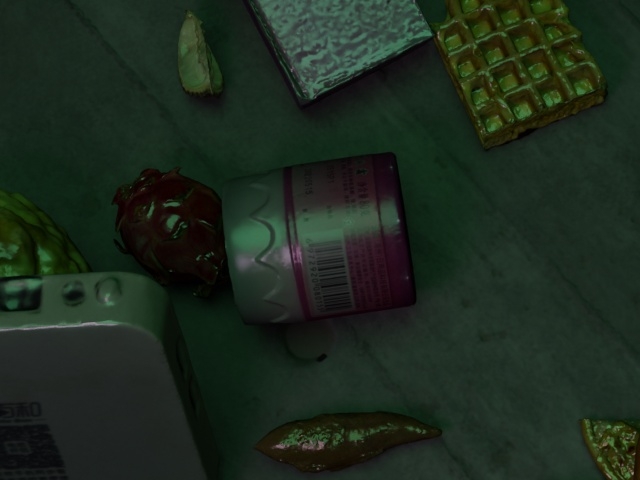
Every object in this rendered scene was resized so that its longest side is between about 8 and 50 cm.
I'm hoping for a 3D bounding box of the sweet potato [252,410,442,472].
[{"bbox_3d":[0.030,0.217,1.788,0.206,0.060,0.068,-9,106,3],"label":"sweet potato"}]

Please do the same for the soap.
[{"bbox_3d":[-0.006,-0.308,1.925,0.181,0.081,0.259,-29,90,-3],"label":"soap"}]

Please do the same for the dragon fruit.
[{"bbox_3d":[-0.157,-0.009,1.862,0.166,0.133,0.136,37,118,24],"label":"dragon fruit"}]

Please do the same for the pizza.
[{"bbox_3d":[0.344,0.217,1.760,0.108,0.026,0.123,-35,68,-8],"label":"pizza"}]

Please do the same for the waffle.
[{"bbox_3d":[0.224,-0.229,1.927,0.160,0.055,0.211,-21,67,0],"label":"waffle"}]

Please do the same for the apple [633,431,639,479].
[{"bbox_3d":[0.447,0.264,1.598,0.299,0.299,0.275,10,99,11],"label":"apple"}]

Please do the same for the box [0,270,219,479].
[{"bbox_3d":[-0.307,0.170,1.682,0.367,0.373,0.090,-4,49,5],"label":"box"}]

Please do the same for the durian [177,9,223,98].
[{"bbox_3d":[-0.150,-0.216,1.967,0.052,0.066,0.130,-18,59,0],"label":"durian"}]

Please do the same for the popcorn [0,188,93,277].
[{"bbox_3d":[-0.362,0.064,1.808,0.225,0.249,0.249,-37,69,3],"label":"popcorn"}]

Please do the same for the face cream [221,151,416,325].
[{"bbox_3d":[0.000,0.000,1.806,0.195,0.175,0.175,-7,69,3],"label":"face cream"}]
